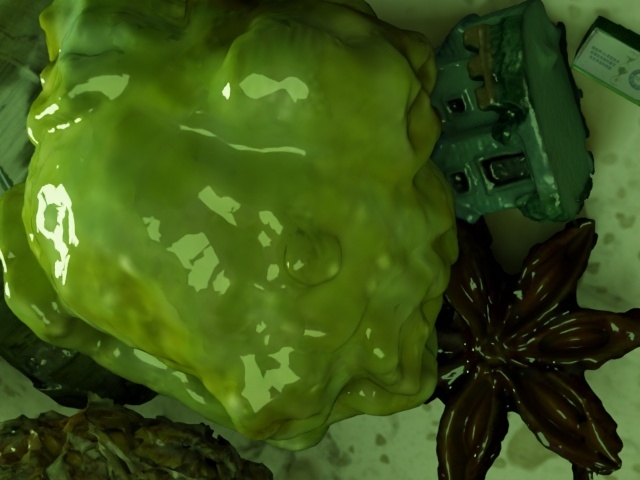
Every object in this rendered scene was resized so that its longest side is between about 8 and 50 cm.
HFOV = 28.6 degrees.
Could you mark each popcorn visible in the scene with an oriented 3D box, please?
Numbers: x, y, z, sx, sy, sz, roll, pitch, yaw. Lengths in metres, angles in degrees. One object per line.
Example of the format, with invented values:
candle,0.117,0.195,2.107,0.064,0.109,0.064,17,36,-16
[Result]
popcorn,-0.044,-0.020,0.806,0.312,0.312,0.312,6,114,14

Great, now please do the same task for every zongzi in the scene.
zongzi,-0.154,-0.067,0.952,0.360,0.160,0.323,-40,109,14

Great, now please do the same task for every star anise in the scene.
star anise,0.140,0.083,0.930,0.190,0.126,0.220,16,93,10

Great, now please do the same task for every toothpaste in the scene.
toothpaste,0.259,-0.094,0.865,0.178,0.043,0.037,30,120,2

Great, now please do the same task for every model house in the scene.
model house,0.103,-0.078,0.885,0.148,0.119,0.148,-13,109,29

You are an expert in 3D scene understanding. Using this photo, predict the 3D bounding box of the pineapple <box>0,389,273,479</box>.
pineapple,-0.175,0.290,0.926,0.352,0.352,0.300,30,139,2
